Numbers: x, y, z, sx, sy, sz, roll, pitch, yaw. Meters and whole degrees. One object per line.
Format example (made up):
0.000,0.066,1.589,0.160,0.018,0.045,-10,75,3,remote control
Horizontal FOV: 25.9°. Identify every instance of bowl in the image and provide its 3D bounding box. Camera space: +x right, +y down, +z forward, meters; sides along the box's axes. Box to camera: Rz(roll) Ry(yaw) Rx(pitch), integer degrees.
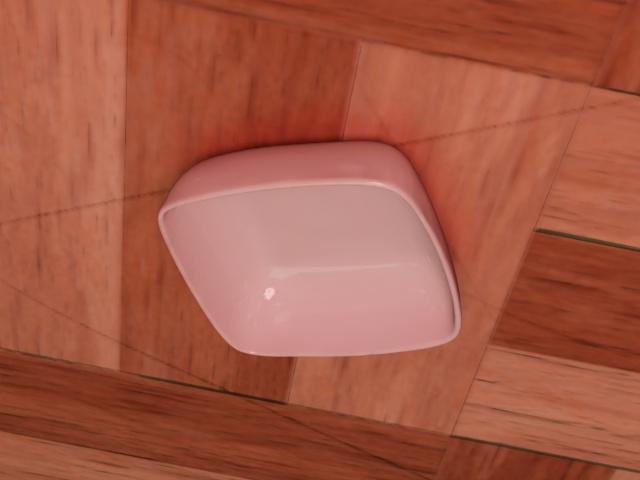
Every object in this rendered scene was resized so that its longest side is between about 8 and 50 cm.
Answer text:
0.000,0.000,0.730,0.142,0.053,0.142,-4,140,19,bowl
